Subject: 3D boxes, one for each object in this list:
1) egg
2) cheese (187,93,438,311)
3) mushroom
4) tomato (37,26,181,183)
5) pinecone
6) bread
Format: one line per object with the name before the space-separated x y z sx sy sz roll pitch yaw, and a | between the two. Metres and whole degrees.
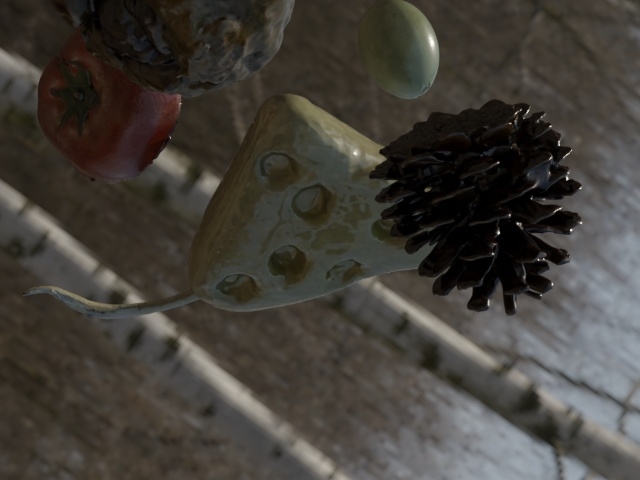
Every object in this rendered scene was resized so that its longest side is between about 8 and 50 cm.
egg | 0.113 -0.276 2.589 0.114 0.152 0.114 -22 166 -6
cheese | 0.000 0.000 2.393 0.328 0.351 0.129 -50 -153 26
mushroom | -0.266 0.078 2.485 0.043 0.306 0.068 -149 -125 -64
tomato | -0.289 -0.185 2.345 0.225 0.225 0.085 -51 154 16
pinecone | 0.130 -0.022 1.410 0.163 0.165 0.163 -20 -167 5
bread | -0.130 -0.210 1.438 0.123 0.230 0.230 -47 -174 -29
